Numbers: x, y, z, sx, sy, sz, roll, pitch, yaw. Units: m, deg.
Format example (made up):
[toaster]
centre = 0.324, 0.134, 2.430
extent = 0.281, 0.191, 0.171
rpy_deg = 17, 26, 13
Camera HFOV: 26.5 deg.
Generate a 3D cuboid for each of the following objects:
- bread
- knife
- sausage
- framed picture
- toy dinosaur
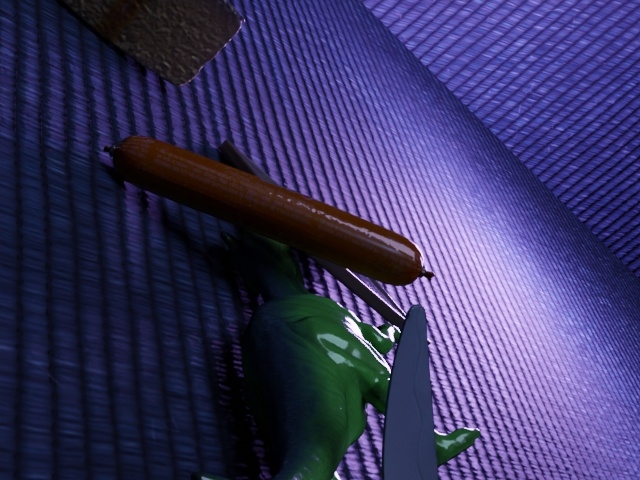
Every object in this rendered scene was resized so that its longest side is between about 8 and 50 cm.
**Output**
[bread]
centre = -0.214, -0.318, 1.577
extent = 0.240, 0.135, 0.178
rpy_deg = 39, 20, -29
[knife]
centre = 0.079, 0.210, 1.090
extent = 0.080, 0.044, 0.331
rpy_deg = -30, 120, -38
[sausage]
centre = -0.047, -0.029, 1.333
extent = 0.348, 0.053, 0.053
rpy_deg = 22, 22, -8
[framed picture]
centre = 0.000, 0.000, 1.540
extent = 0.213, 0.016, 0.289
rpy_deg = 40, 5, -31
[toy dinosaur]
centre = -0.046, 0.079, 1.174
extent = 0.374, 0.144, 0.500
rpy_deg = 53, 11, 25
